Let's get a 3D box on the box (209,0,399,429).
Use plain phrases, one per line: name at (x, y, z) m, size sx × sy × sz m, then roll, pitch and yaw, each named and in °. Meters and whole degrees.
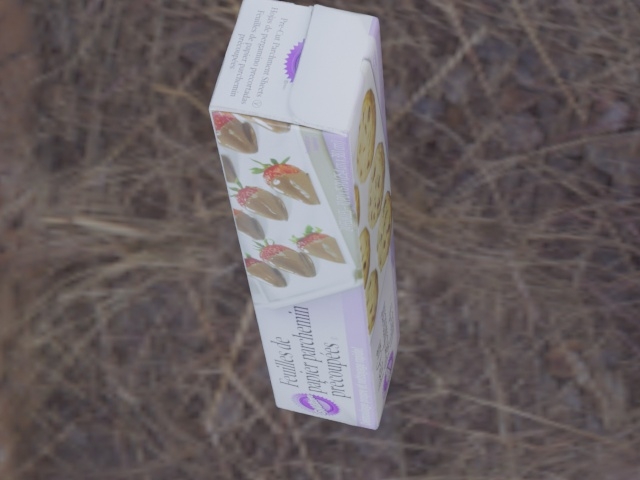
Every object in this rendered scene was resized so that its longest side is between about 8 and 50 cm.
box at (0.000, 0.000, 0.874) m, size 0.063 × 0.324 × 0.067 m, roll 11°, pitch 62°, yaw 10°
